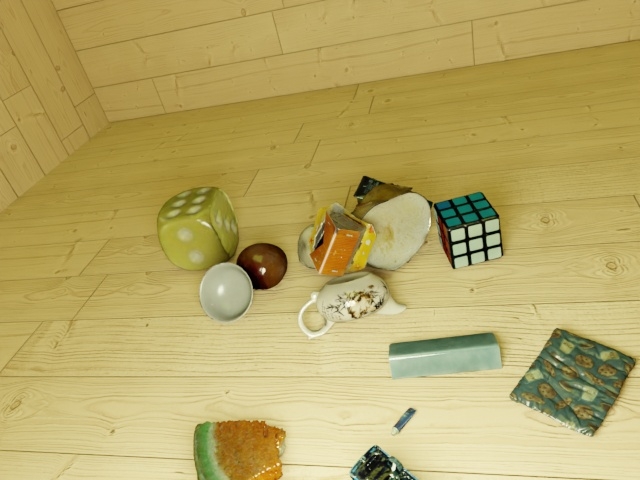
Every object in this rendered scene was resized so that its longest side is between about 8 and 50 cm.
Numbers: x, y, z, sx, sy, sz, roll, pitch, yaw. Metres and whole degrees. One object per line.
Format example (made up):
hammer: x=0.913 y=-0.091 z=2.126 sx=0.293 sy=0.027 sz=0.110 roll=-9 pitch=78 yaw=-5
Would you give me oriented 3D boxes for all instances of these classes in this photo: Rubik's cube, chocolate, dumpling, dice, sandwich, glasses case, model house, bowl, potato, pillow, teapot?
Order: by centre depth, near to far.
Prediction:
sandwich: x=-0.179 y=0.493 z=1.158 sx=0.212 sy=0.109 sz=0.292 roll=-14 pitch=33 yaw=3
pillow: x=0.570 y=0.309 z=1.197 sx=0.189 sy=0.034 sz=0.256 roll=20 pitch=47 yaw=41
glasses case: x=0.305 y=0.278 z=1.329 sx=0.266 sy=0.056 sz=0.105 roll=-9 pitch=35 yaw=10
teapot: x=0.076 y=0.179 z=1.504 sx=0.300 sy=0.165 sz=0.208 roll=-24 pitch=16 yaw=3
model house: x=0.025 y=0.021 z=1.529 sx=0.207 sy=0.219 sz=0.136 roll=33 pitch=27 yaw=20
Rubik's cube: x=0.453 y=-0.031 z=1.633 sx=0.162 sy=0.163 sz=0.160 roll=-17 pitch=33 yaw=5
bowl: x=-0.281 y=0.165 z=1.676 sx=0.189 sy=0.188 sz=0.086 roll=-2 pitch=-7 yaw=19
potato: x=0.185 y=-0.043 z=1.704 sx=0.300 sy=0.246 sz=0.196 roll=-26 pitch=21 yaw=-24
chocolate: x=-0.183 y=0.075 z=1.734 sx=0.177 sy=0.176 sz=0.176 roll=-11 pitch=34 yaw=7
dumpling: x=0.000 y=0.000 z=1.740 sx=0.172 sy=0.142 sz=0.247 roll=-56 pitch=17 yaw=-26
dice: x=-0.442 y=-0.045 z=1.942 sx=0.227 sy=0.233 sz=0.238 roll=-8 pitch=33 yaw=12

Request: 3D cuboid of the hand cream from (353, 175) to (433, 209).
hand cream: x=0.260 y=-0.149 z=1.876 sx=0.271 sy=0.061 sz=0.120 roll=22 pitch=53 yaw=6

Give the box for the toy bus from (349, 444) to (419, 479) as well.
toy bus: x=0.150 y=0.496 z=1.024 sx=0.090 sy=0.106 sz=0.185 roll=-38 pitch=45 yaw=-25

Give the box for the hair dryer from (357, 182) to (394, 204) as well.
hair dryer: x=0.191 y=-0.103 z=1.922 sx=0.135 sy=0.090 sz=0.278 roll=-3 pitch=41 yaw=17

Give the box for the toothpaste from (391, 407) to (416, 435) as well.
toothpaste: x=0.188 y=0.413 z=1.212 sx=0.083 sy=0.019 sz=0.027 roll=-38 pitch=16 yaw=-32
